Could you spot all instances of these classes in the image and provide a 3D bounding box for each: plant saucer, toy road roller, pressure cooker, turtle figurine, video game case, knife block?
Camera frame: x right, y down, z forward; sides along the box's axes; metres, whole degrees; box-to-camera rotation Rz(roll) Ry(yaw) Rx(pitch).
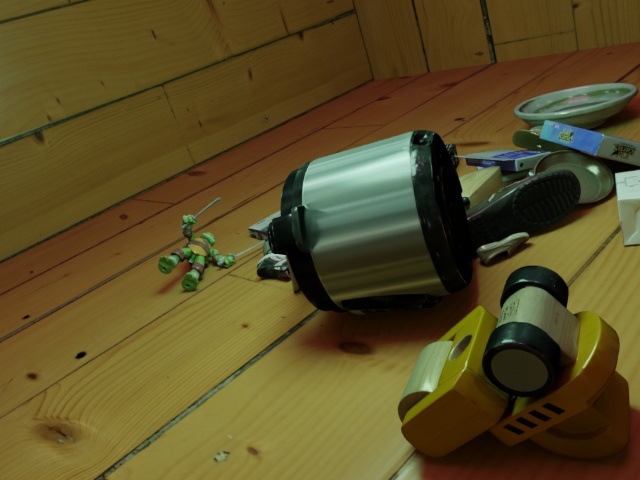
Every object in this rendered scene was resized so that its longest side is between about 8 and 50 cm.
[{"bbox_3d":[0.672,-0.161,1.530,0.199,0.036,0.198,-4,51,5],"label":"plant saucer"},{"bbox_3d":[0.301,0.225,0.864,0.329,0.241,0.202,-49,0,39],"label":"toy road roller"},{"bbox_3d":[0.102,-0.028,1.292,0.421,0.369,0.375,-12,39,22],"label":"pressure cooker"},{"bbox_3d":[-0.372,0.014,1.815,0.275,0.197,0.266,-12,27,25],"label":"turtle figurine"},{"bbox_3d":[0.617,-0.238,1.852,0.202,0.023,0.183,-13,23,12],"label":"video game case"},{"bbox_3d":[-0.104,-0.066,1.988,0.232,0.041,0.210,-32,26,-29],"label":"video game case"},{"bbox_3d":[0.897,-0.458,2.024,0.401,0.100,0.400,-13,20,5],"label":"plant saucer"},{"bbox_3d":[0.419,-0.103,1.610,0.276,0.088,0.242,-18,23,1],"label":"knife block"},{"bbox_3d":[0.788,-0.263,1.584,0.245,0.061,0.269,10,17,-14],"label":"video game case"}]

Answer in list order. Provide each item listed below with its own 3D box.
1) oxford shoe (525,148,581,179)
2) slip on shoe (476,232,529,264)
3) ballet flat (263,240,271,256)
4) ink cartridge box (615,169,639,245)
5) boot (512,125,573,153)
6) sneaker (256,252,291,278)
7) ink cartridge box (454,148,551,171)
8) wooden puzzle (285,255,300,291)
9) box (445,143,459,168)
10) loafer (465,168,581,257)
[{"bbox_3d":[0.694,-0.193,1.640,0.227,0.082,0.096,-31,44,-26],"label":"oxford shoe"},{"bbox_3d":[0.443,0.020,1.371,0.136,0.051,0.041,-15,61,-13],"label":"slip on shoe"},{"bbox_3d":[-0.076,0.018,1.763,0.213,0.072,0.068,-13,50,15],"label":"ballet flat"},{"bbox_3d":[0.713,-0.085,1.301,0.067,0.115,0.198,-6,24,29],"label":"ink cartridge box"},{"bbox_3d":[0.757,-0.324,1.867,0.213,0.077,0.165,24,30,35],"label":"boot"},{"bbox_3d":[-0.105,0.077,1.630,0.178,0.072,0.077,-17,32,19],"label":"sneaker"},{"bbox_3d":[0.558,-0.248,1.766,0.208,0.045,0.206,-11,16,-29],"label":"ink cartridge box"},{"bbox_3d":[0.000,0.000,1.518,0.221,0.238,0.044,-32,43,-30],"label":"wooden puzzle"},{"bbox_3d":[0.394,-0.266,2.016,0.148,0.077,0.180,-6,25,27],"label":"box"},{"bbox_3d":[0.471,-0.083,1.447,0.366,0.133,0.130,-23,18,0],"label":"loafer"}]
